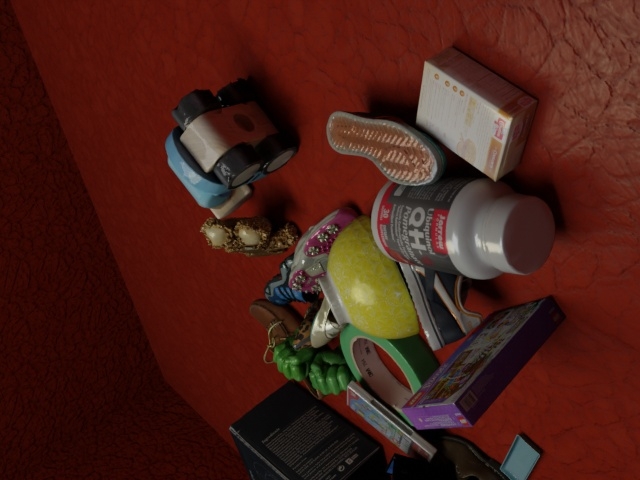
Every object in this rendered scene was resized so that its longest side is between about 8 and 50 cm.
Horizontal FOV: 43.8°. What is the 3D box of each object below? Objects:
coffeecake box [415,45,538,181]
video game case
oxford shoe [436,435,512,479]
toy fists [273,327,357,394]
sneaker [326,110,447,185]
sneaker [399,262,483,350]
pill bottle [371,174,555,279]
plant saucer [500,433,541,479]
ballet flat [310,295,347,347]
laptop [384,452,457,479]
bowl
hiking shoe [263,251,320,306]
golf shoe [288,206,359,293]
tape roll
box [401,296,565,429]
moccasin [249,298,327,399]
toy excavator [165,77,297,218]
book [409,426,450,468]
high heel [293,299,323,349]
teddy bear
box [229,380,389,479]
[{"bbox_3d":[0.253,-0.210,1.320,0.185,0.068,0.142,41,150,28],"label":"coffeecake box"},{"bbox_3d":[0.187,0.502,2.155,0.285,0.025,0.204,38,161,18],"label":"video game case"},{"bbox_3d":[0.364,0.566,2.000,0.227,0.096,0.083,26,143,48],"label":"oxford shoe"},{"bbox_3d":[-0.012,0.346,2.265,0.279,0.142,0.096,17,145,32],"label":"toy fists"},{"bbox_3d":[0.144,-0.184,1.486,0.302,0.121,0.108,33,123,47],"label":"sneaker"},{"bbox_3d":[0.230,0.061,1.631,0.126,0.127,0.321,54,-166,-62],"label":"sneaker"},{"bbox_3d":[0.250,-0.026,1.416,0.318,0.176,0.176,11,130,55],"label":"pill bottle"},{"bbox_3d":[0.465,0.511,1.850,0.067,0.018,0.192,42,151,27],"label":"plant saucer"},{"bbox_3d":[0.039,0.176,2.018,0.086,0.086,0.248,31,115,40],"label":"ballet flat"},{"bbox_3d":[0.285,0.654,2.064,0.234,0.264,0.137,15,109,3],"label":"laptop"},{"bbox_3d":[0.087,0.103,1.748,0.289,0.156,0.290,155,90,-88],"label":"bowl"},{"bbox_3d":[-0.071,0.136,2.221,0.132,0.113,0.304,51,154,11],"label":"hiking shoe"},{"bbox_3d":[0.000,0.000,1.947,0.306,0.115,0.140,126,150,-43],"label":"golf shoe"},{"bbox_3d":[0.184,0.324,2.048,0.321,0.077,0.321,40,150,28],"label":"tape roll"},{"bbox_3d":[0.302,0.232,1.489,0.057,0.293,0.201,51,155,-3],"label":"box"},{"bbox_3d":[-0.094,0.329,2.444,0.380,0.147,0.139,48,153,16],"label":"moccasin"},{"bbox_3d":[-0.257,-0.180,2.010,0.222,0.433,0.445,52,126,7],"label":"toy excavator"},{"bbox_3d":[0.294,0.590,2.217,0.144,0.035,0.096,40,148,28],"label":"book"},{"bbox_3d":[-0.042,0.247,2.215,0.093,0.186,0.261,58,154,-3],"label":"high heel"},{"bbox_3d":[-0.193,-0.025,2.137,0.245,0.338,0.113,-7,83,28],"label":"teddy bear"},{"bbox_3d":[-0.012,0.817,2.699,0.471,0.297,0.480,26,142,43],"label":"box"}]
